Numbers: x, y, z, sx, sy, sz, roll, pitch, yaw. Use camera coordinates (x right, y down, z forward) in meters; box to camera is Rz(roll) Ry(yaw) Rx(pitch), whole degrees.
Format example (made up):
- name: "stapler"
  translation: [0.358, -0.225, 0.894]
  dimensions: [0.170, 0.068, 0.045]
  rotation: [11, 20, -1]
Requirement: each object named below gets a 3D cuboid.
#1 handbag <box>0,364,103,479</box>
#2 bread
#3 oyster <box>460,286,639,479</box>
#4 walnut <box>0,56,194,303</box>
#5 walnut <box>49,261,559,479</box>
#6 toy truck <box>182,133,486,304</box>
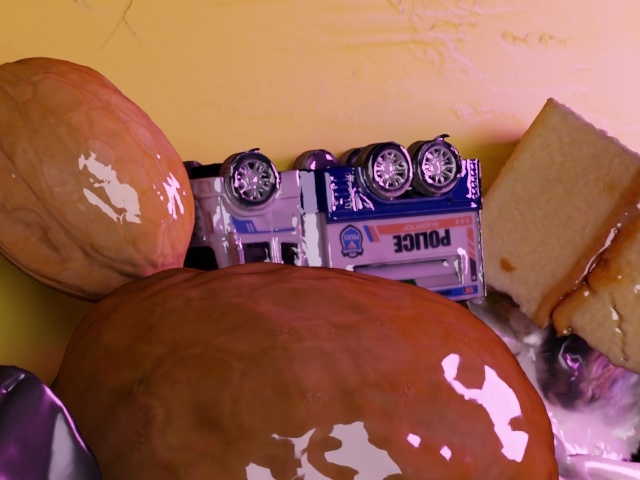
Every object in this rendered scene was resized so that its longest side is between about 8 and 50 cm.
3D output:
- name: "handbag"
  translation: [-0.250, 0.222, 1.032]
  dimensions: [0.178, 0.302, 0.275]
  rotation: [39, 60, -29]
- name: "bread"
  translation: [0.248, 0.013, 1.437]
  dimensions: [0.240, 0.135, 0.178]
  rotation: [36, 86, 15]
- name: "oyster"
  translation: [0.255, 0.148, 1.461]
  dimensions: [0.351, 0.115, 0.237]
  rotation: [25, 62, -32]
- name: "walnut"
  translation: [-0.182, -0.042, 1.181]
  dimensions: [0.207, 0.159, 0.159]
  rotation: [42, 63, -2]
- name: "walnut"
  translation: [-0.020, 0.182, 1.152]
  dimensions: [0.398, 0.354, 0.308]
  rotation: [14, 41, -33]
- name: "toy truck"
  translation: [0.000, 0.000, 1.313]
  dimensions: [0.268, 0.124, 0.155]
  rotation: [-6, 91, -33]
